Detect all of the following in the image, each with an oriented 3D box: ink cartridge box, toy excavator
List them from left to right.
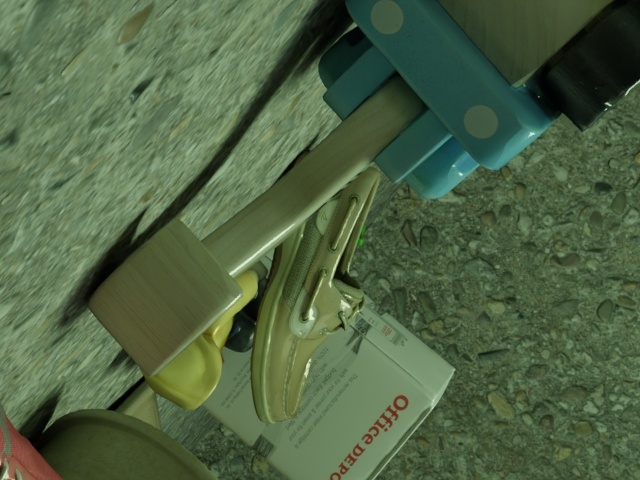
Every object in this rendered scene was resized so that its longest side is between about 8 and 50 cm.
[{"bbox_3d":[-0.017,0.152,2.068,0.207,0.283,0.117,-52,175,21],"label":"ink cartridge box"},{"bbox_3d":[0.056,-0.096,1.421,0.445,0.222,0.433,-43,179,29],"label":"toy excavator"}]

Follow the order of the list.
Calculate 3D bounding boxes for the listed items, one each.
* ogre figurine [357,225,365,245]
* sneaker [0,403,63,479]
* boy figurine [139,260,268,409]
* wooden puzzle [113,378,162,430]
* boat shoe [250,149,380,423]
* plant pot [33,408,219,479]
[{"bbox_3d":[0.000,0.000,2.155,0.118,0.097,0.197,-53,136,-62],"label":"ogre figurine"},{"bbox_3d":[-0.213,0.167,1.162,0.116,0.136,0.314,-51,176,-7],"label":"sneaker"},{"bbox_3d":[-0.117,0.096,1.866,0.177,0.092,0.285,-51,180,15],"label":"boy figurine"},{"bbox_3d":[-0.257,0.363,2.022,0.322,0.080,0.348,-46,138,-62],"label":"wooden puzzle"},{"bbox_3d":[-0.004,0.059,1.884,0.109,0.098,0.302,-30,132,-76],"label":"boat shoe"},{"bbox_3d":[-0.249,0.364,1.544,0.305,0.334,0.334,-32,164,-42],"label":"plant pot"}]
